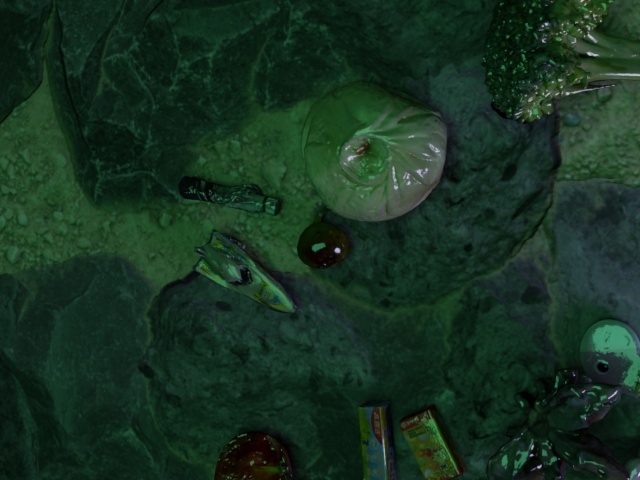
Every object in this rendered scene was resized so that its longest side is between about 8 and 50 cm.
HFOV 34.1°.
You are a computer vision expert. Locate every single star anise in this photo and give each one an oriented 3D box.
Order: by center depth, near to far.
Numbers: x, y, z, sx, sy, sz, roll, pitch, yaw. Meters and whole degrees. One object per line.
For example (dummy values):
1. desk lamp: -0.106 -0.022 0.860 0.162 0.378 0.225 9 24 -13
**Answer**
1. star anise: 0.355 0.290 1.576 0.257 0.110 0.199 -25 59 51

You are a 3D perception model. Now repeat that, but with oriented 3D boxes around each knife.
1. knife: 0.576 0.241 1.560 0.398 0.038 0.132 22 105 17

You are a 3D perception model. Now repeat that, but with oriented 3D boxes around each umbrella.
1. umbrella: -0.157 -0.080 1.803 0.188 0.046 0.050 13 95 20

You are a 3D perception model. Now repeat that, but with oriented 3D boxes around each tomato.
1. tomato: -0.107 0.417 1.812 0.139 0.091 0.159 -17 62 12

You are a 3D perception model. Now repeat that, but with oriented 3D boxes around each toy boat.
1. toy boat: -0.124 0.062 1.795 0.210 0.066 0.084 34 107 14

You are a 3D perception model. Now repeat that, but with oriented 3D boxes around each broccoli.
1. broccoli: 0.361 -0.279 1.535 0.243 0.263 0.247 9 134 -5

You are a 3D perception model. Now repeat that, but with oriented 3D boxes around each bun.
1. bun: 0.075 -0.150 1.656 0.243 0.153 0.244 0 91 20

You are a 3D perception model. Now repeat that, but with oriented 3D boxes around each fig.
1. fig: 0.000 0.000 1.744 0.084 0.082 0.098 -48 42 36

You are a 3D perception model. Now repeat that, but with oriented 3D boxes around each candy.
1. candy: 0.184 0.339 1.718 0.062 0.038 0.122 -28 85 21

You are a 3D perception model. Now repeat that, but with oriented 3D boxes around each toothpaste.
1. toothpaste: 0.094 0.369 1.738 0.044 0.070 0.194 -4 94 23

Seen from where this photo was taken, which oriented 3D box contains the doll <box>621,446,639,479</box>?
1. doll: 0.502 0.425 1.554 0.160 0.094 0.366 3 98 -17
